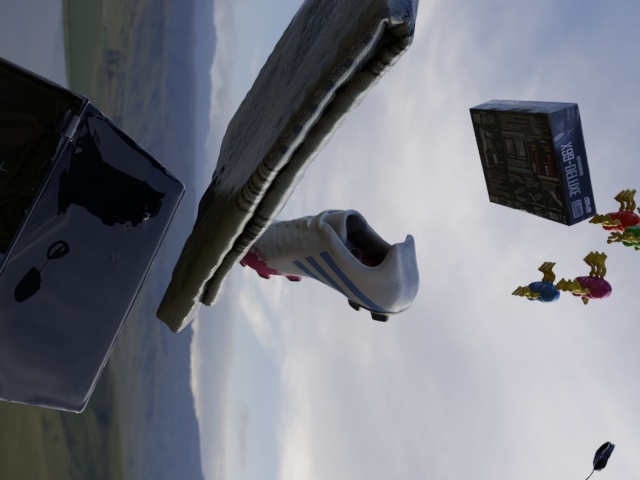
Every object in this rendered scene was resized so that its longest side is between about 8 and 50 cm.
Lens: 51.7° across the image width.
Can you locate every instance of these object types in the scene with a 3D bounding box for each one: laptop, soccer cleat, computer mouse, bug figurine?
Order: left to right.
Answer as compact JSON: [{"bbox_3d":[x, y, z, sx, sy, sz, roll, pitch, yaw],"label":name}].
[{"bbox_3d":[-0.433,-0.012,0.869,0.382,0.407,0.236,-68,-169,-13],"label":"laptop"},{"bbox_3d":[0.000,0.000,0.983,0.331,0.116,0.143,19,-53,27],"label":"soccer cleat"},{"bbox_3d":[0.495,0.458,1.218,0.041,0.242,0.071,42,-37,16],"label":"computer mouse"},{"bbox_3d":[0.467,0.030,1.119,0.072,0.279,0.216,49,-2,-6],"label":"bug figurine"}]

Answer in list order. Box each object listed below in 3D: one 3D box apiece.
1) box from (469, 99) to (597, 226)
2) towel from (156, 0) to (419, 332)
[{"bbox_3d":[0.457,-0.181,1.453,0.307,0.076,0.243,-145,-145,-69],"label":"box"},{"bbox_3d":[-0.015,-0.117,0.535,0.324,0.056,0.312,-48,-158,38],"label":"towel"}]
